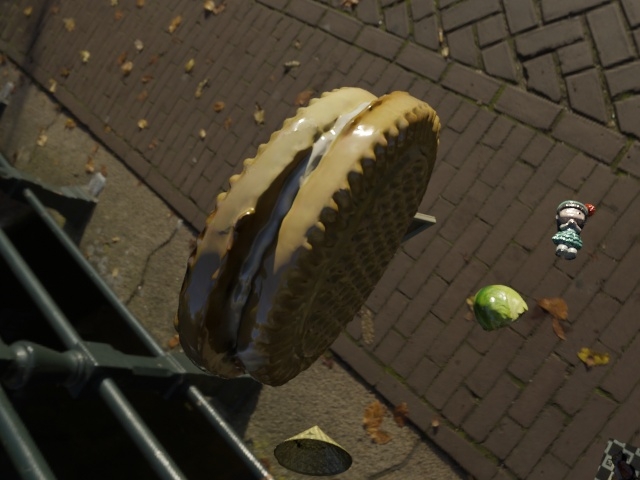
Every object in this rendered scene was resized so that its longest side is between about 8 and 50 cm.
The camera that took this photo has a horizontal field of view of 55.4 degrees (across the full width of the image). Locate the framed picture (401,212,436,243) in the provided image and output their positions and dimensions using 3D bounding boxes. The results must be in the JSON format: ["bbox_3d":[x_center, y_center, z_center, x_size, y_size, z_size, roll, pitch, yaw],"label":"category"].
[{"bbox_3d":[0.084,-0.022,1.354,0.211,0.290,0.020,-36,56,43],"label":"framed picture"}]

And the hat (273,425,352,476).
[{"bbox_3d":[-0.010,0.374,1.130,0.146,0.146,0.067,-17,39,22],"label":"hat"}]

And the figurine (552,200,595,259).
[{"bbox_3d":[0.422,-0.019,1.020,0.060,0.047,0.105,11,64,20],"label":"figurine"}]

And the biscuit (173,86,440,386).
[{"bbox_3d":[0.000,0.000,0.460,0.079,0.259,0.259,32,92,17],"label":"biscuit"}]

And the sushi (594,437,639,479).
[{"bbox_3d":[0.756,0.568,1.478,0.201,0.031,0.139,21,88,-7],"label":"sushi"}]

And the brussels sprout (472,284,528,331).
[{"bbox_3d":[0.504,0.184,1.739,0.122,0.149,0.151,58,148,-2],"label":"brussels sprout"}]
